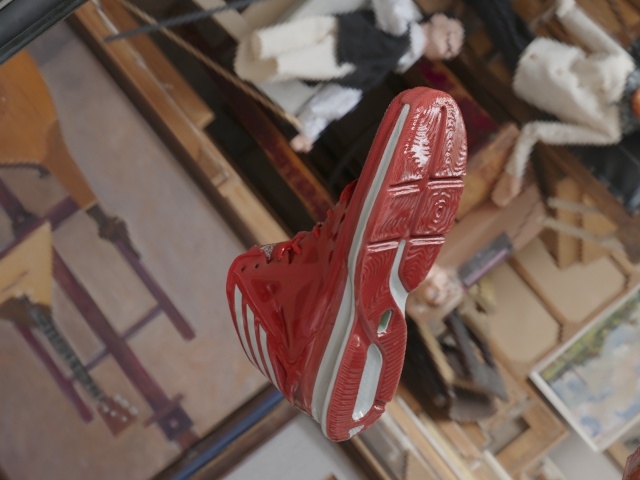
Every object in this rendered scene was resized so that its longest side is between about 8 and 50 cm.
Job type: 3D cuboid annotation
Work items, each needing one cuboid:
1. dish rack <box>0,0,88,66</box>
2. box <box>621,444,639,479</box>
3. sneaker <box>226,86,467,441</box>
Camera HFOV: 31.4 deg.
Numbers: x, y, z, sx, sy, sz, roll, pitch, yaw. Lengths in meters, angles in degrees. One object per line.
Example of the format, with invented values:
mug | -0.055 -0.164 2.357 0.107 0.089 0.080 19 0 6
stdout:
dish rack | -0.108 -0.132 0.418 0.208 0.271 0.074 -30 114 20
box | 0.250 0.216 0.698 0.257 0.122 0.128 -58 176 -47
sneaker | 0.000 0.000 0.691 0.087 0.128 0.221 -2 115 -52
